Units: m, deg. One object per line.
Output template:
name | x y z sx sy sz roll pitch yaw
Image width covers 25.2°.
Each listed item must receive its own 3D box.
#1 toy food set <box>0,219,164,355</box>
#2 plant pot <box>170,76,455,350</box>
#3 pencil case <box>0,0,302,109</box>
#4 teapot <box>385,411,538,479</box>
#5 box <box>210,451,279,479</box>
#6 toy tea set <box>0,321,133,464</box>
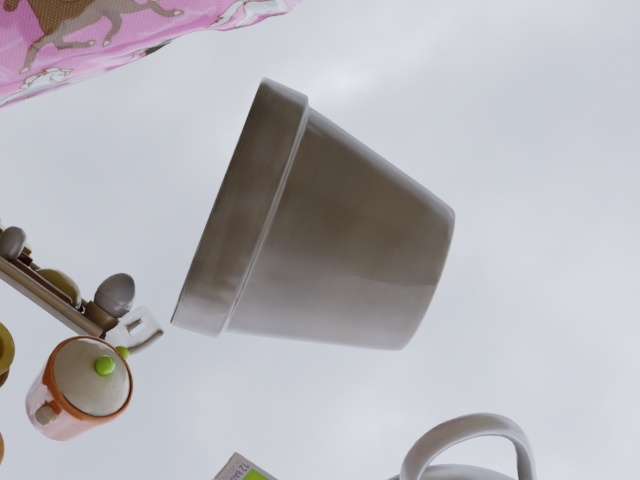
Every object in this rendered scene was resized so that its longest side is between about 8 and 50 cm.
toy food set | -0.336 0.023 1.783 0.092 0.306 0.220 -52 -166 -3
plant pot | 0.000 0.000 1.743 0.280 0.323 0.323 21 -130 -6
pencil case | -0.194 -0.140 0.825 0.386 0.160 0.167 -20 -137 15
teapot | 0.075 0.286 1.148 0.252 0.187 0.256 -22 -123 48
box | -0.018 0.262 0.995 0.203 0.103 0.114 33 -148 8
toy tea set | -0.287 0.207 1.376 0.124 0.200 0.336 -40 -142 43
